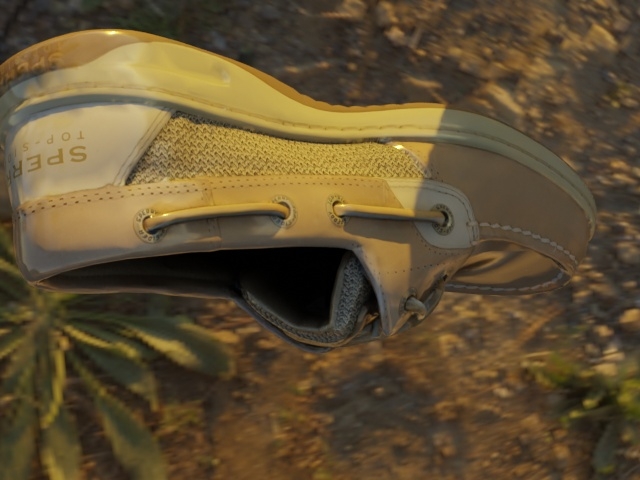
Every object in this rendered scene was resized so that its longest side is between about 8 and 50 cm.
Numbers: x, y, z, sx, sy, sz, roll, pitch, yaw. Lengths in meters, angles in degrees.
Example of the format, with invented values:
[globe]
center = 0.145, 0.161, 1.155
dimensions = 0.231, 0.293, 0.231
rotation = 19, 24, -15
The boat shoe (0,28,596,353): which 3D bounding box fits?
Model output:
[boat shoe]
center = 0.000, 0.000, 0.817
dimensions = 0.121, 0.341, 0.110
rotation = -27, 61, 45
